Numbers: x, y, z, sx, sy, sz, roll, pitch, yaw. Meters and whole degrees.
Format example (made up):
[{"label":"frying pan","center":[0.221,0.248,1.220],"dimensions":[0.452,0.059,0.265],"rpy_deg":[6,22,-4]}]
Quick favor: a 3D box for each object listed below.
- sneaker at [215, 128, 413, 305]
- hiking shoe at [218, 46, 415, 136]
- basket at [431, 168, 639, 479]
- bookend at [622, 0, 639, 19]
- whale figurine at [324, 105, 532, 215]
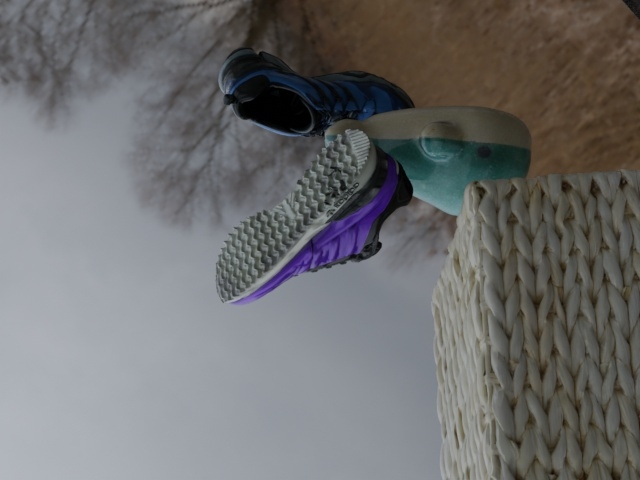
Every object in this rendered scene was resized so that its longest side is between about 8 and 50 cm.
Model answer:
[{"label":"sneaker","center":[0.000,0.000,1.381],"dimensions":[0.146,0.293,0.102],"rpy_deg":[29,-149,-40]},{"label":"hiking shoe","center":[-0.001,-0.184,1.603],"dimensions":[0.304,0.113,0.132],"rpy_deg":[9,-145,-14]},{"label":"basket","center":[0.261,0.131,1.080],"dimensions":[0.328,0.266,0.331],"rpy_deg":[93,178,-64]},{"label":"bookend","center":[0.475,-0.387,1.503],"dimensions":[0.156,0.157,0.072],"rpy_deg":[8,-121,-61]},{"label":"whale figurine","center":[0.140,-0.103,1.451],"dimensions":[0.272,0.141,0.216],"rpy_deg":[2,180,-1]}]
